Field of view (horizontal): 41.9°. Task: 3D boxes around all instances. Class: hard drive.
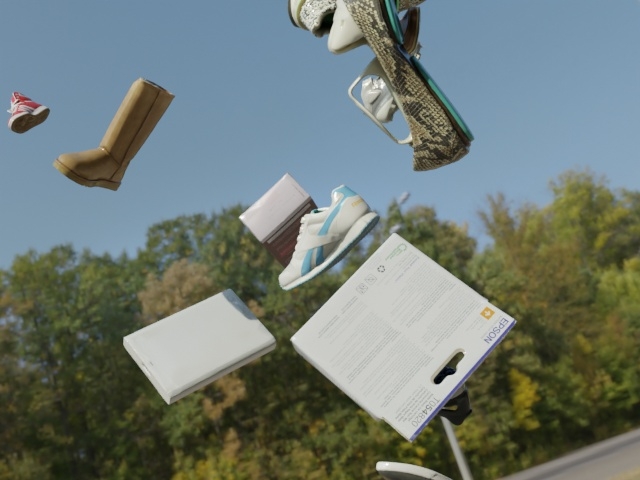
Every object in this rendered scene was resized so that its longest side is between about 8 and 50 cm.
[{"bbox_3d":[-0.288,0.248,2.016,0.307,0.203,0.040,-25,-34,-34],"label":"hard drive"}]

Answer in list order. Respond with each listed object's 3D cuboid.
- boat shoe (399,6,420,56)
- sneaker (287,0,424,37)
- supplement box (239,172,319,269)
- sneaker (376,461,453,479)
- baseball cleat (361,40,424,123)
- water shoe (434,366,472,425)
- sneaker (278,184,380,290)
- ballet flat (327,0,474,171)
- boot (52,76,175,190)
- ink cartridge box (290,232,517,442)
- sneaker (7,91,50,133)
[{"bbox_3d":[0.168,-0.422,1.730,0.060,0.064,0.178,7,-19,-4],"label":"boat shoe"},{"bbox_3d":[0.131,-0.595,2.133,0.410,0.182,0.158,-18,-44,-2],"label":"sneaker"},{"bbox_3d":[-0.061,-0.028,1.656,0.130,0.073,0.239,-42,-22,-4],"label":"supplement box"},{"bbox_3d":[0.237,0.582,1.794,0.295,0.147,0.104,28,-23,-15],"label":"sneaker"},{"bbox_3d":[0.159,-0.382,1.954,0.206,0.109,0.072,-67,-14,4],"label":"baseball cleat"},{"bbox_3d":[0.119,0.225,1.176,0.203,0.080,0.073,-8,22,46],"label":"water shoe"},{"bbox_3d":[0.000,0.000,1.437,0.228,0.092,0.087,-45,-9,29],"label":"sneaker"},{"bbox_3d":[0.123,-0.347,1.627,0.182,0.483,0.164,-26,12,14],"label":"ballet flat"},{"bbox_3d":[-0.471,-0.253,1.909,0.270,0.089,0.236,-57,-13,8],"label":"boot"},{"bbox_3d":[0.112,0.131,1.138,0.223,0.224,0.045,-44,-29,-15],"label":"ink cartridge box"},{"bbox_3d":[-0.546,-0.231,1.504,0.042,0.067,0.118,-60,-1,22],"label":"sneaker"}]
